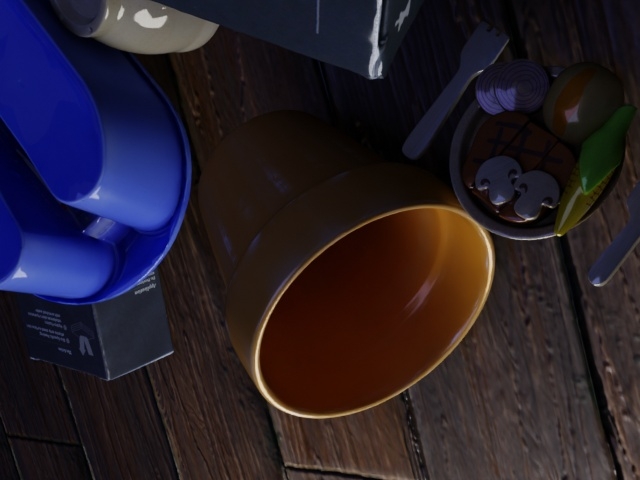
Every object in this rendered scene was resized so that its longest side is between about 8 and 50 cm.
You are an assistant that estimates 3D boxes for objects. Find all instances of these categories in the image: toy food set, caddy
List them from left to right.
[{"bbox_3d":[-0.273,-0.098,1.147,0.241,0.179,0.341,-43,72,14],"label":"caddy"},{"bbox_3d":[0.144,-0.066,0.813,0.192,0.038,0.132,36,94,31],"label":"toy food set"}]

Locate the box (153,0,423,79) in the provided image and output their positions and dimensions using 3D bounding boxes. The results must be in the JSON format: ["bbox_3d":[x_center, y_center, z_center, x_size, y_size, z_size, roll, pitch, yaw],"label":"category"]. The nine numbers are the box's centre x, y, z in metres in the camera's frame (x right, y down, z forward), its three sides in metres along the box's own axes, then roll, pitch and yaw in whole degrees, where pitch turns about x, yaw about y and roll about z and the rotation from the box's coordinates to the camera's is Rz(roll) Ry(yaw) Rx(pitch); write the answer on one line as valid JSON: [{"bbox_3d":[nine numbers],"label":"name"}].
[{"bbox_3d":[-0.097,-0.317,0.702,0.395,0.212,0.293,22,150,11],"label":"box"}]

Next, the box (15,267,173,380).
[{"bbox_3d":[-0.251,0.052,1.297,0.156,0.093,0.158,8,112,45],"label":"box"}]

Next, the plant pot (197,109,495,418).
[{"bbox_3d":[0.000,0.000,0.943,0.188,0.205,0.205,52,140,41],"label":"plant pot"}]

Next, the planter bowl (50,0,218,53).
[{"bbox_3d":[-0.175,-0.237,1.071,0.162,0.109,0.162,22,122,39],"label":"planter bowl"}]
